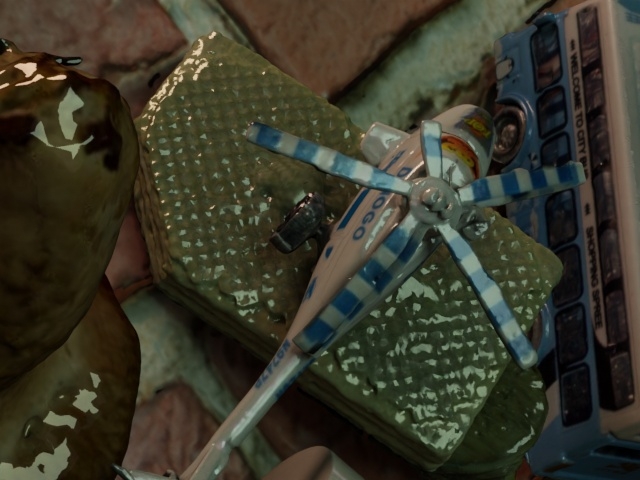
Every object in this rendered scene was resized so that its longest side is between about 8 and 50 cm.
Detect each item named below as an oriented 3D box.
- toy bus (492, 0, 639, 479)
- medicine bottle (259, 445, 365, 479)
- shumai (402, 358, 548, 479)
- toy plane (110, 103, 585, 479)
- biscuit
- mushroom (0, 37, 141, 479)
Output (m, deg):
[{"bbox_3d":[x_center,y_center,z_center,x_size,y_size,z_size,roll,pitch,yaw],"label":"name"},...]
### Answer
[{"bbox_3d":[0.183,-0.003,1.218,0.106,0.131,0.297,12,66,-33],"label":"toy bus"},{"bbox_3d":[0.055,0.229,1.026,0.250,0.131,0.131,43,52,-14],"label":"medicine bottle"},{"bbox_3d":[0.080,0.105,1.136,0.099,0.087,0.124,-34,52,-14],"label":"shumai"},{"bbox_3d":[0.013,0.040,1.003,0.182,0.107,0.273,24,78,-12],"label":"toy plane"},{"bbox_3d":[0.000,0.000,1.083,0.252,0.052,0.150,35,62,4],"label":"biscuit"},{"bbox_3d":[-0.203,0.041,0.879,0.267,0.254,0.267,2,76,-9],"label":"mushroom"}]
